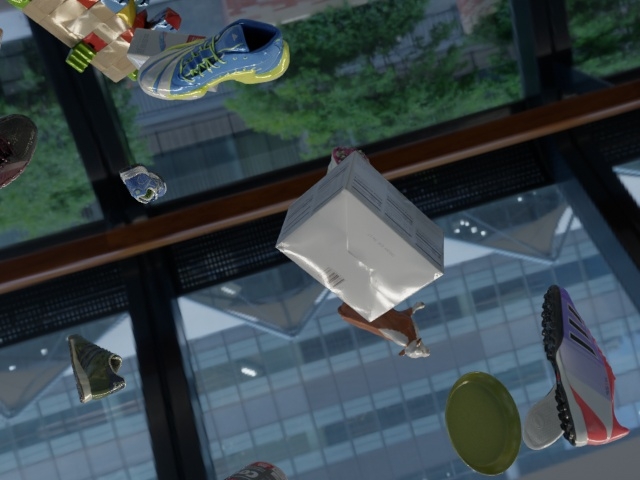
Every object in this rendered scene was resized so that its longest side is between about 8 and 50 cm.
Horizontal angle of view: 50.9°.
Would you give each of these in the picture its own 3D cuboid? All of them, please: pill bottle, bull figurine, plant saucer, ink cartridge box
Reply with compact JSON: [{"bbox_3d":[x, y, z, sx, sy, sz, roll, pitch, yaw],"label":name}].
[{"bbox_3d":[-0.190,0.632,1.571,0.161,0.161,0.283,-15,173,19],"label":"pill bottle"},{"bbox_3d":[0.210,0.242,2.057,0.311,0.101,0.188,25,-146,16],"label":"bull figurine"},{"bbox_3d":[0.383,0.437,1.611,0.241,0.240,0.037,-17,171,-36],"label":"plant saucer"},{"bbox_3d":[-0.323,-0.405,1.510,0.175,0.072,0.127,12,167,14],"label":"ink cartridge box"}]

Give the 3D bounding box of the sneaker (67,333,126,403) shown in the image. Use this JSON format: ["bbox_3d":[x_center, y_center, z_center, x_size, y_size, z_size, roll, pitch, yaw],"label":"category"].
[{"bbox_3d":[-0.411,0.230,1.243,0.086,0.064,0.192,-9,-154,-24],"label":"sneaker"}]

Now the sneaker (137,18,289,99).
[{"bbox_3d":[-0.164,-0.287,1.022,0.240,0.091,0.126,-15,168,-10],"label":"sneaker"}]

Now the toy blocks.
[{"bbox_3d":[-0.533,-0.566,1.669,0.261,0.190,0.381,-20,139,35],"label":"toy blocks"}]

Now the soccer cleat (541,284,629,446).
[{"bbox_3d":[0.519,0.242,1.339,0.117,0.317,0.108,-7,162,4],"label":"soccer cleat"}]

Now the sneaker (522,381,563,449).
[{"bbox_3d":[0.662,0.439,1.806,0.147,0.295,0.104,6,-154,-45],"label":"sneaker"}]

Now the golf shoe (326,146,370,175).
[{"bbox_3d":[0.082,-0.078,1.595,0.115,0.306,0.140,6,141,-25],"label":"golf shoe"}]

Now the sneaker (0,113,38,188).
[{"bbox_3d":[-0.606,-0.131,1.234,0.163,0.106,0.281,-1,-131,50],"label":"sneaker"}]

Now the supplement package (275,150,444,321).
[{"bbox_3d":[0.083,-0.003,1.333,0.204,0.262,0.145,-38,-158,32],"label":"supplement package"}]

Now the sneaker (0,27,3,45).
[{"bbox_3d":[-0.720,-0.421,1.388,0.083,0.084,0.215,8,-175,-38],"label":"sneaker"}]

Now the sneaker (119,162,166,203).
[{"bbox_3d":[-0.443,-0.130,1.700,0.080,0.081,0.211,-22,172,6],"label":"sneaker"}]
